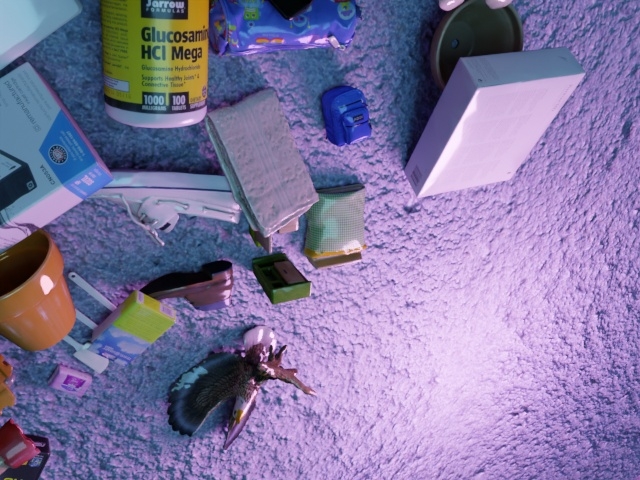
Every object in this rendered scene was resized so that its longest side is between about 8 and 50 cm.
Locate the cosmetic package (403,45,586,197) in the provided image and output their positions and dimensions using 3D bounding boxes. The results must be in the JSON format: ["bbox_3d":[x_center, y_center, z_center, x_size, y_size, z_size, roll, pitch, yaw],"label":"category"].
[{"bbox_3d":[0.386,-0.264,1.551,0.284,0.098,0.377,-10,150,-21],"label":"cosmetic package"}]

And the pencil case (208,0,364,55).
[{"bbox_3d":[-0.072,-0.427,1.325,0.306,0.133,0.119,-9,158,-22],"label":"pencil case"}]

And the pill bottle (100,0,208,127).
[{"bbox_3d":[-0.294,-0.384,1.196,0.187,0.188,0.334,-7,117,-24],"label":"pill bottle"}]

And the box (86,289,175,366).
[{"bbox_3d":[-0.414,0.195,1.471,0.178,0.042,0.109,-41,126,20],"label":"box"}]

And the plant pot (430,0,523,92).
[{"bbox_3d":[0.336,-0.442,1.534,0.237,0.110,0.238,-12,120,-21],"label":"plant pot"}]

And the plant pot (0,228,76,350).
[{"bbox_3d":[-0.575,0.109,1.304,0.205,0.205,0.188,-28,133,-12],"label":"plant pot"}]

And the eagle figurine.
[{"bbox_3d":[-0.204,0.373,1.653,0.298,0.225,0.226,-35,86,28],"label":"eagle figurine"}]

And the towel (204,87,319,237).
[{"bbox_3d":[-0.118,-0.164,1.412,0.187,0.049,0.282,-34,110,-38],"label":"towel"}]

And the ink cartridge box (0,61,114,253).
[{"bbox_3d":[-0.561,-0.123,1.169,0.307,0.129,0.223,-35,88,-7],"label":"ink cartridge box"}]

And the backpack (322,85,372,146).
[{"bbox_3d":[0.064,-0.279,1.486,0.097,0.101,0.120,-25,120,-22],"label":"backpack"}]

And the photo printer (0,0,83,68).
[{"bbox_3d":[-0.577,-0.434,1.071,0.256,0.107,0.308,-40,125,-10],"label":"photo printer"}]

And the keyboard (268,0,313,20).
[{"bbox_3d":[-0.082,-0.503,1.278,0.100,0.038,0.192,-37,80,-6],"label":"keyboard"}]

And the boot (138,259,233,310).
[{"bbox_3d":[-0.295,0.126,1.519,0.219,0.082,0.106,-16,118,-21],"label":"boot"}]

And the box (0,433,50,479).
[{"bbox_3d":[-0.772,0.520,1.488,0.270,0.060,0.216,22,102,-33],"label":"box"}]

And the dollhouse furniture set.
[{"bbox_3d":[0.000,0.000,1.560,0.301,0.151,0.198,-11,119,-22],"label":"dollhouse furniture set"}]

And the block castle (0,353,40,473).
[{"bbox_3d":[-0.711,0.228,1.214,0.213,0.303,0.453,-41,127,-25],"label":"block castle"}]

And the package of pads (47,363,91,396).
[{"bbox_3d":[-0.562,0.314,1.508,0.083,0.032,0.050,31,99,-35],"label":"package of pads"}]

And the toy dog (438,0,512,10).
[{"bbox_3d":[0.307,-0.624,1.245,0.284,0.408,0.396,4,113,-29],"label":"toy dog"}]

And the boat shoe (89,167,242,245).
[{"bbox_3d":[-0.328,-0.064,1.368,0.367,0.135,0.157,0,97,-34],"label":"boat shoe"}]

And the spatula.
[{"bbox_3d":[-0.508,0.176,1.478,0.168,0.019,0.242,-38,124,2],"label":"spatula"}]
